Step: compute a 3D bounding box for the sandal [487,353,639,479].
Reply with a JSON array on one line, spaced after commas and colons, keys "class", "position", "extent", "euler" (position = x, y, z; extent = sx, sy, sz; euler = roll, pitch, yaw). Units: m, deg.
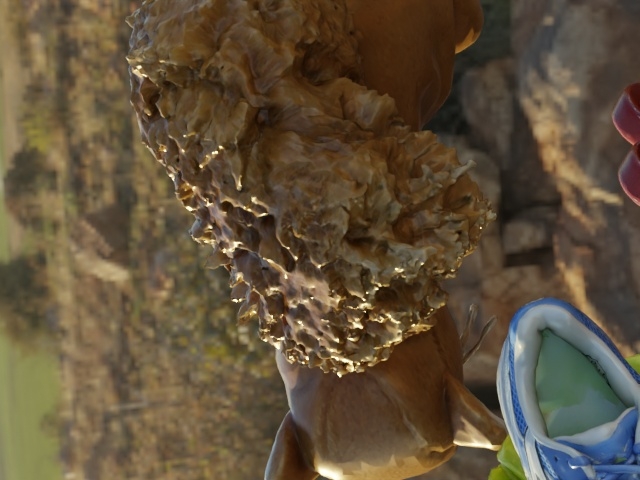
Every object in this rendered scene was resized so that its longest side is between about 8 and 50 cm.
[{"class": "sandal", "position": [0.154, 0.186, 0.791], "extent": [0.317, 0.138, 0.126], "euler": [-49, 55, 22]}]

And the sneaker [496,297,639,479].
[{"class": "sneaker", "position": [0.128, 0.120, 0.581], "extent": [0.211, 0.080, 0.081], "euler": [65, -177, 26]}]

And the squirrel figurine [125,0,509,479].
[{"class": "squirrel figurine", "position": [0.000, 0.000, 0.947], "extent": [0.397, 0.281, 0.370], "euler": [12, -112, -79]}]

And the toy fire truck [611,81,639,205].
[{"class": "toy fire truck", "position": [0.451, -0.112, 1.342], "extent": [0.302, 0.254, 0.169], "euler": [-77, 9, -54]}]
